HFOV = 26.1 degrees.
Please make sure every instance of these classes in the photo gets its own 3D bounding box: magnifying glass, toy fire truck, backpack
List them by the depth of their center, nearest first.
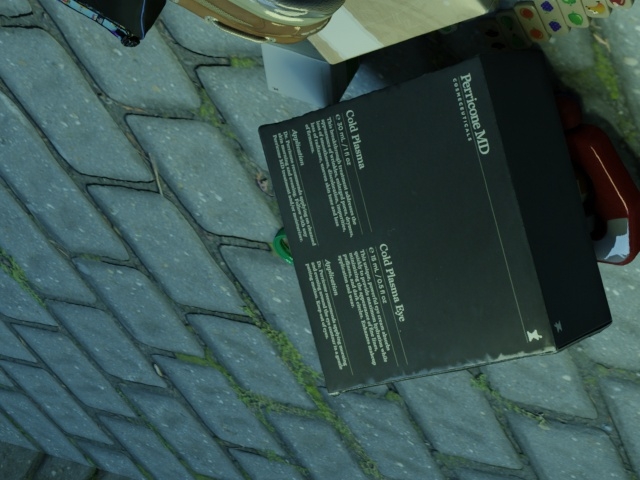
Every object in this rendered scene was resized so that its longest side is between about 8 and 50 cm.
[{"bbox_3d":[0.252,-0.071,1.741,0.302,0.169,0.253,10,128,31],"label":"toy fire truck"},{"bbox_3d":[-0.285,-0.357,1.793,0.173,0.117,0.158,26,152,5],"label":"backpack"},{"bbox_3d":[0.000,0.000,2.220,0.092,0.026,0.231,39,153,-17],"label":"magnifying glass"}]

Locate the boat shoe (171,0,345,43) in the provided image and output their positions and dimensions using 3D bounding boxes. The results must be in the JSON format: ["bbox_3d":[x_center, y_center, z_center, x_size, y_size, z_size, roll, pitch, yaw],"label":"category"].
[{"bbox_3d":[-0.132,-0.255,1.131,0.324,0.123,0.116,33,157,0],"label":"boat shoe"}]

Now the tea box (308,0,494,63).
[{"bbox_3d":[0.038,-0.394,1.210,0.329,0.323,0.220,44,149,-25],"label":"tea box"}]

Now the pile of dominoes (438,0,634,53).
[{"bbox_3d":[0.212,-0.286,1.528,0.196,0.040,0.251,42,150,-22],"label":"pile of dominoes"}]

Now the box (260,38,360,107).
[{"bbox_3d":[-0.012,-0.239,1.763,0.102,0.087,0.101,21,151,17],"label":"box"}]

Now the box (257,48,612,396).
[{"bbox_3d":[0.136,-0.019,1.641,0.313,0.179,0.343,-14,91,35],"label":"box"}]
